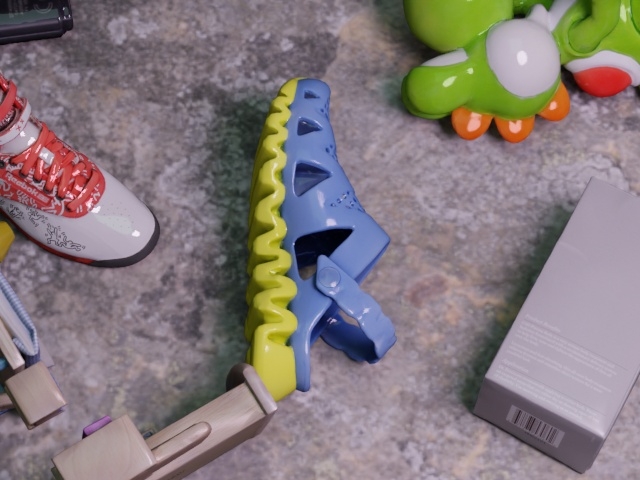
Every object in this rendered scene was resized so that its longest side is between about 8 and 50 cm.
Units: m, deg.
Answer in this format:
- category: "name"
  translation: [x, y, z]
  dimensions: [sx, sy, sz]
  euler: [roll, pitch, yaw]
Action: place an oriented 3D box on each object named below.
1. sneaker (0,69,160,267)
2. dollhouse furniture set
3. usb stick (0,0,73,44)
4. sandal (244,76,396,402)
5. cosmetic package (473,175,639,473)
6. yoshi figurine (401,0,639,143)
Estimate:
- category: "sneaker"
  translation: [-0.275, -0.076, 1.817]
  dimensions: [0.270, 0.145, 0.090]
  euler: [31, 68, 11]
- category: "dollhouse furniture set"
  translation: [-0.201, 0.070, 1.676]
  dimensions: [0.198, 0.286, 0.303]
  euler: [-30, 82, -15]
- category: "usb stick"
  translation: [-0.387, -0.218, 1.933]
  dimensions: [0.278, 0.045, 0.077]
  euler: [-8, 59, -6]
- category: "sandal"
  translation: [0.000, 0.000, 1.814]
  dimensions: [0.138, 0.126, 0.317]
  euler: [2, 74, -5]
- category: "cosmetic package"
  translation: [0.250, 0.075, 1.794]
  dimensions: [0.127, 0.107, 0.238]
  euler: [28, 65, 11]
- category: "yoshi figurine"
  translation: [0.233, -0.242, 1.899]
  dimensions: [0.362, 0.203, 0.203]
  euler: [-21, 52, -9]
